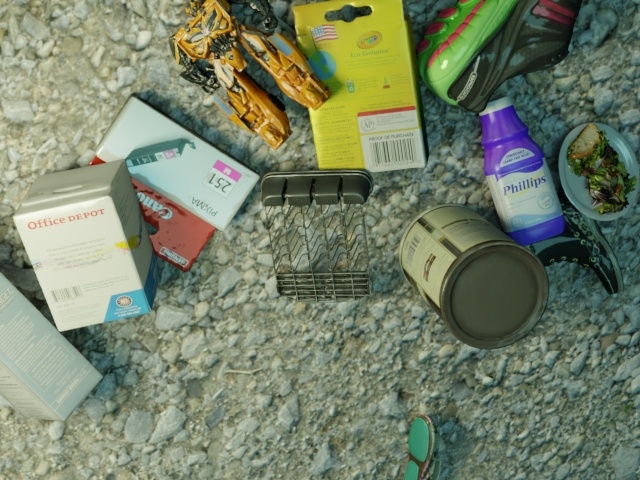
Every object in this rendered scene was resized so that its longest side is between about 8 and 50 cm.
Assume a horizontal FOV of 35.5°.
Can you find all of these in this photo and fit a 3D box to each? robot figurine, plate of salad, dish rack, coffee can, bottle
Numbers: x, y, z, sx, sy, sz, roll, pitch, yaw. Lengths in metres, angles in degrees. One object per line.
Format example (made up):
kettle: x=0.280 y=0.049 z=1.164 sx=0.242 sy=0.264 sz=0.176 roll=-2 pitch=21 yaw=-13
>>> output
robot figurine: x=-0.130 y=-0.309 z=1.744 sx=0.291 sy=0.085 sz=0.211 roll=44 pitch=110 yaw=-7
plate of salad: x=0.556 y=-0.138 z=1.969 sx=0.200 sy=0.048 sz=0.199 roll=4 pitch=80 yaw=-24
dish rack: x=0.000 y=0.000 z=1.873 sx=0.208 sy=0.074 sz=0.271 roll=0 pitch=126 yaw=10
coffee can: x=0.280 y=0.059 z=1.879 sx=0.202 sy=0.275 sz=0.201 roll=-3 pitch=107 yaw=-11
bottle: x=0.375 y=-0.134 z=1.915 sx=0.118 sy=0.092 sz=0.282 roll=-18 pitch=94 yaw=-1

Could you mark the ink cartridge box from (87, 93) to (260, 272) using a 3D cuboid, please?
ink cartridge box: x=-0.289 y=-0.095 z=1.824 sx=0.275 sy=0.060 sz=0.239 roll=32 pitch=96 yaw=-19

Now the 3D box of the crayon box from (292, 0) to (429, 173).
crayon box: x=0.077 y=-0.281 z=1.802 sx=0.202 sy=0.081 sz=0.318 roll=-5 pitch=109 yaw=12

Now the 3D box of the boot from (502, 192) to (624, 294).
boot: x=0.489 y=0.035 z=2.016 sx=0.179 sy=0.085 sz=0.236 roll=-30 pitch=99 yaw=-1

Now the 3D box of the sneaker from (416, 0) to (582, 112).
sneaker: x=0.391 y=-0.428 z=1.831 sx=0.483 sy=0.185 sz=0.202 roll=-41 pitch=124 yaw=8

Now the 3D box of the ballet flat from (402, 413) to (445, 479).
ballet flat: x=0.221 y=0.457 z=2.102 sx=0.079 sy=0.077 sz=0.221 roll=-5 pitch=113 yaw=-30

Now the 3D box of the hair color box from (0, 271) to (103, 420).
hair color box: x=-0.576 y=0.152 z=1.753 sx=0.374 sy=0.185 sz=0.113 roll=50 pitch=58 yaw=-21

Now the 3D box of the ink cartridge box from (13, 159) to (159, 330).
ink cartridge box: x=-0.398 y=0.005 z=1.743 sx=0.171 sy=0.168 sz=0.232 roll=-11 pitch=117 yaw=3
